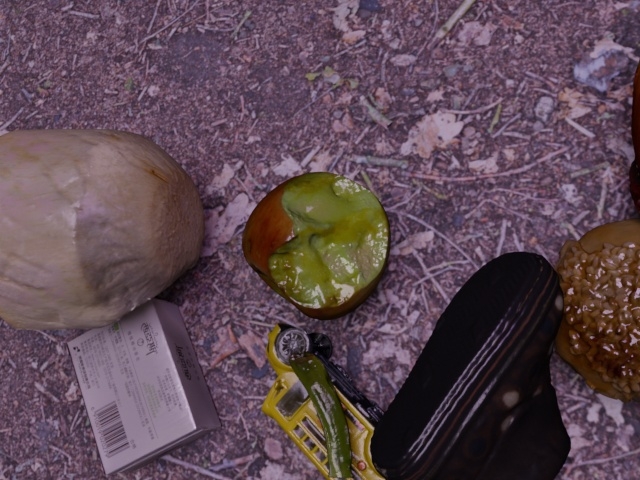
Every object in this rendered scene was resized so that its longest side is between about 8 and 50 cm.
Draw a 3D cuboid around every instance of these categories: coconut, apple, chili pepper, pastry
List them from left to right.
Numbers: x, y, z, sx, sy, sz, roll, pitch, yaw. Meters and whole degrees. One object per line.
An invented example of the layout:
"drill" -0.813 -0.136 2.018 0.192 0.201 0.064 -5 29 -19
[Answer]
"coconut" -0.428 -0.026 1.157 0.414 0.415 0.345 -1 97 17
"apple" 0.000 0.000 1.075 0.246 0.246 0.226 37 80 22
"chili pepper" 0.008 0.255 0.966 0.051 0.050 0.202 -11 70 -25
"pastry" 0.483 0.101 0.929 0.315 0.184 0.285 26 85 22

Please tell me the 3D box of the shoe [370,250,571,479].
"shoe" 0.257 0.219 0.914 0.237 0.171 0.384 40 74 -17

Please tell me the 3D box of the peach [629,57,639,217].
"peach" 0.599 -0.163 0.867 0.338 0.353 0.417 -4 77 19

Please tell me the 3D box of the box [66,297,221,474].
"box" -0.324 0.263 1.184 0.194 0.111 0.261 -27 68 9

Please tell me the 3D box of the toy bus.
"toy bus" 0.021 0.284 1.054 0.330 0.144 0.152 44 93 20
